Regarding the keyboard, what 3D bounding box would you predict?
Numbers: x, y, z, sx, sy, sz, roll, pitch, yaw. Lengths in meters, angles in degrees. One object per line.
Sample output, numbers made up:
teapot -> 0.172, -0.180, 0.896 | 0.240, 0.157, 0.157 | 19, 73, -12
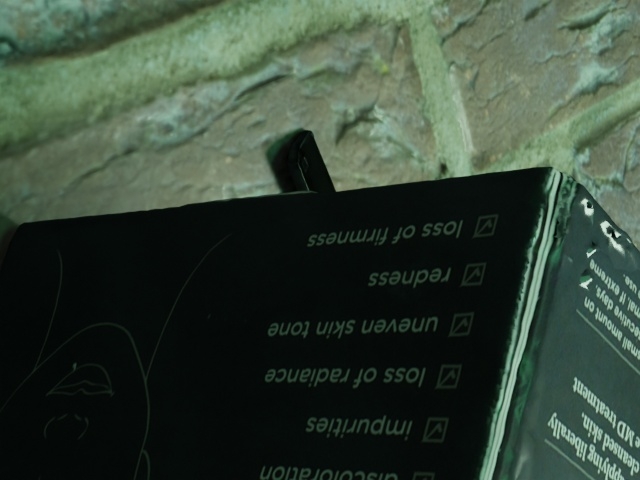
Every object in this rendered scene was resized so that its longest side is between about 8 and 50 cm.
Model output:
keyboard -> 0.000, 0.000, 1.273 | 0.100, 0.038, 0.192 | -63, 133, -62

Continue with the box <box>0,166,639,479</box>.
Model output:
box -> -0.034, 0.243, 0.860 | 0.297, 0.480, 0.472 | 42, 57, -39
